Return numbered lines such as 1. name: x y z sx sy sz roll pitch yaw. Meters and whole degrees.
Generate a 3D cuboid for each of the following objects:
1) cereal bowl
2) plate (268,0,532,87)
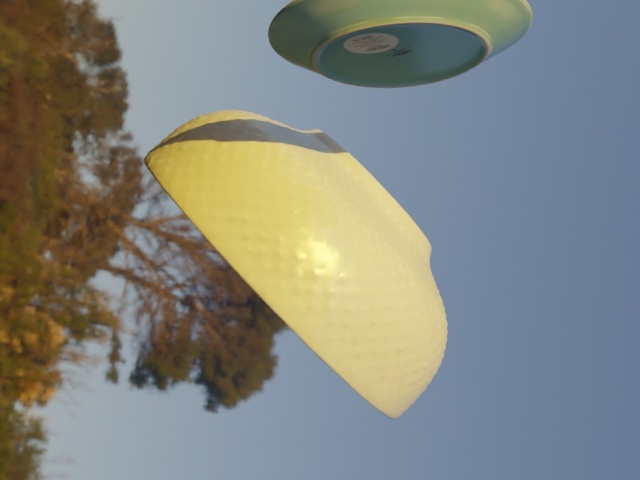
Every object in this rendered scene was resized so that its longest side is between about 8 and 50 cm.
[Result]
1. cereal bowl: 0.000 0.000 0.973 0.141 0.339 0.339 -44 -154 -2
2. plate: 0.057 -0.141 0.741 0.188 0.188 0.024 -22 -113 61
